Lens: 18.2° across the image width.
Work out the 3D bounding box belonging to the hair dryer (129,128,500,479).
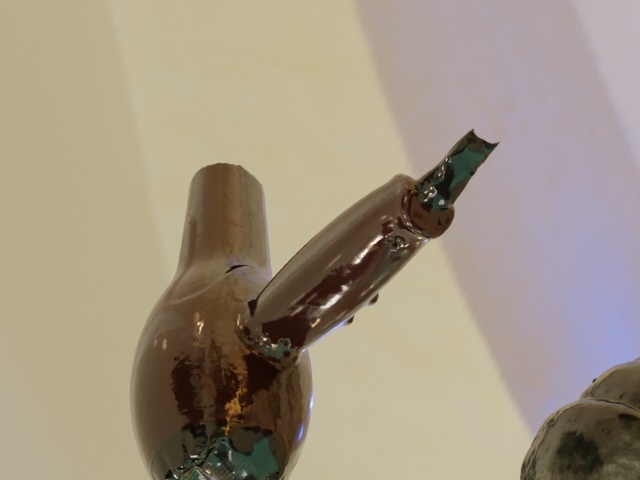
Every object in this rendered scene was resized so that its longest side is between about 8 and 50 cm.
[{"bbox_3d":[0.000,0.000,1.327,0.123,0.340,0.312,29,-141,-24],"label":"hair dryer"}]

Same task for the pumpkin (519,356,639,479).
[{"bbox_3d":[0.196,0.158,0.985,0.162,0.220,0.220,116,172,-69],"label":"pumpkin"}]
